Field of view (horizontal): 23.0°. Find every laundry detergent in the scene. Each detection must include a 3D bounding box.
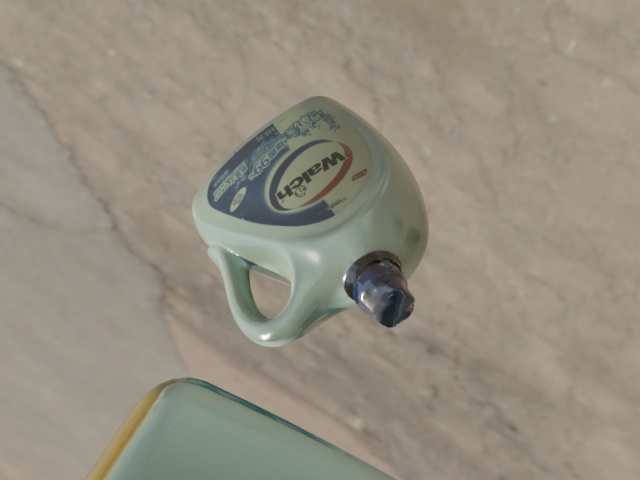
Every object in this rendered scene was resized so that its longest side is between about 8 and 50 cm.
[{"bbox_3d":[0.000,0.000,1.463,0.105,0.215,0.280,48,-174,-41],"label":"laundry detergent"}]

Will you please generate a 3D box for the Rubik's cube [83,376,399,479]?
[{"bbox_3d":[-0.067,0.336,1.136,0.351,0.347,0.352,31,158,-5],"label":"Rubik's cube"}]
